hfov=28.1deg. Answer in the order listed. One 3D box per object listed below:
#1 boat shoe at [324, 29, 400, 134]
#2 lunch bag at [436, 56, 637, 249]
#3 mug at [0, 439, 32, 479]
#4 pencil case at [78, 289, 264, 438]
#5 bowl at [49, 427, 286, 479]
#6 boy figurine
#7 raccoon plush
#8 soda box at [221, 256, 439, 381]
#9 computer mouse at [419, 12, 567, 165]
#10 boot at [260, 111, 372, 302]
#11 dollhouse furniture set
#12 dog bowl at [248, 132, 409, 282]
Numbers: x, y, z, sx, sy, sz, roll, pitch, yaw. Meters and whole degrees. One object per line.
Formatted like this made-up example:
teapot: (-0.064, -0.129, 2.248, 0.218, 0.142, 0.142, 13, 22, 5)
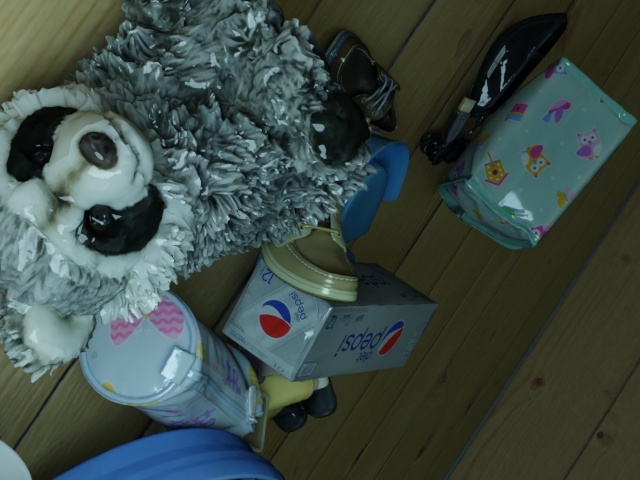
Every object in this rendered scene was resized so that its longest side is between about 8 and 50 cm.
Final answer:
boat shoe: (0.049, -0.162, 1.339, 0.066, 0.066, 0.183, -57, 161, -3)
lunch bag: (0.282, -0.110, 1.739, 0.223, 0.160, 0.262, -50, -177, -4)
mug: (-0.292, 0.234, 0.985, 0.150, 0.113, 0.169, -18, 140, -60)
pencil case: (-0.139, 0.129, 1.246, 0.113, 0.124, 0.273, -45, 159, -5)
bowl: (-0.209, 0.331, 1.278, 0.391, 0.077, 0.391, -27, 149, -18)
boy figurine: (-0.073, 0.197, 1.499, 0.177, 0.092, 0.285, -27, 174, 20)
raccoon plush: (-0.128, 0.001, 0.983, 0.299, 0.216, 0.446, -43, 157, -18)
soda box: (0.018, 0.082, 1.370, 0.091, 0.098, 0.286, -62, 156, 12)
computer mouse: (0.218, -0.210, 1.701, 0.262, 0.060, 0.184, -52, 168, 21)
boot: (0.003, -0.048, 1.243, 0.077, 0.213, 0.165, 15, 109, -28)
dollhouse furniture set: (-0.038, 0.172, 1.380, 0.091, 0.081, 0.114, 22, 66, -37)
dog bowl: (0.000, 0.000, 1.462, 0.166, 0.074, 0.297, -25, 143, -57)
